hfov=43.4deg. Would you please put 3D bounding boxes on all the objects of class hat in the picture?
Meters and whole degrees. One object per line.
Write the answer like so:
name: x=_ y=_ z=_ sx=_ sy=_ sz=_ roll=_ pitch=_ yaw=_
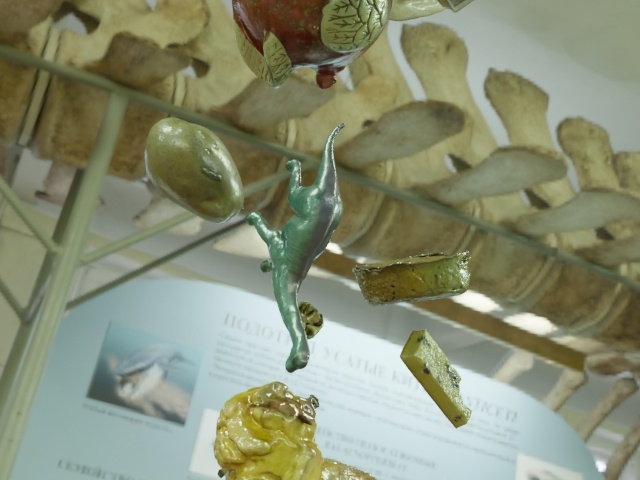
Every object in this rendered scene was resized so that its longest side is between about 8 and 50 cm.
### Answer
hat: x=-0.040 y=0.179 z=1.757 sx=0.077 sy=0.076 sz=0.059 roll=48 pitch=-35 yaw=-6

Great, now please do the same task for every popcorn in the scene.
popcorn: x=-0.062 y=0.250 z=0.995 sx=0.152 sy=0.167 sz=0.148 roll=-47 pitch=-40 yaw=17

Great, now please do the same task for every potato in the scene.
potato: x=-0.244 y=-0.132 z=1.556 sx=0.160 sy=0.178 sz=0.235 roll=-39 pitch=-77 yaw=17

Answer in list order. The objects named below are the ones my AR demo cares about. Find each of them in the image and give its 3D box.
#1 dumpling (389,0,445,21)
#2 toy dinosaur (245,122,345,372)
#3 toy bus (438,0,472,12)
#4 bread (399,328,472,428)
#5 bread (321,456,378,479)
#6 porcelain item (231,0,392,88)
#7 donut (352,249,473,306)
dumpling: x=0.154 y=-0.483 z=1.457 sx=0.252 sy=0.179 sz=0.131 roll=29 pitch=-2 yaw=10
toy dinosaur: x=0.000 y=0.000 z=1.389 sx=0.129 sy=0.384 sz=0.331 roll=27 pitch=9 yaw=-32
toy bus: x=0.120 y=-0.418 z=0.999 sx=0.268 sy=0.092 sz=0.106 roll=52 pitch=7 yaw=-19
bread: x=0.260 y=0.301 z=1.743 sx=0.049 sy=0.088 sz=0.226 roll=-20 pitch=-63 yaw=41
bread: x=0.004 y=0.405 z=1.089 sx=0.305 sy=0.159 sz=0.305 roll=21 pitch=19 yaw=-8
porcelain item: x=-0.009 y=-0.335 z=1.227 sx=0.252 sy=0.253 sz=0.253 roll=10 pitch=-23 yaw=5
donut: x=0.204 y=0.087 z=1.750 sx=0.271 sy=0.107 sz=0.272 roll=-10 pitch=-1 yaw=0
